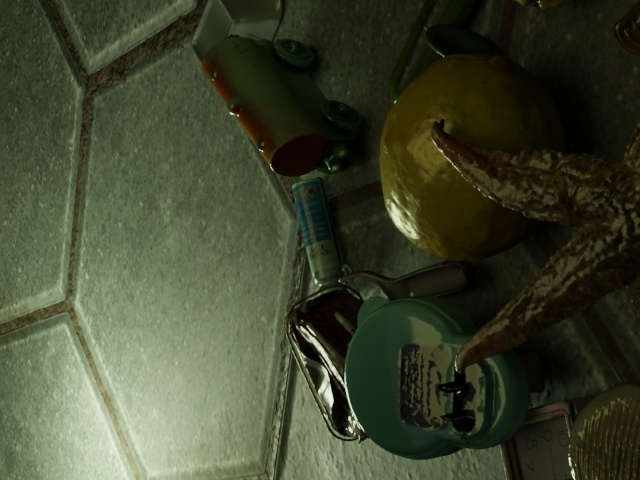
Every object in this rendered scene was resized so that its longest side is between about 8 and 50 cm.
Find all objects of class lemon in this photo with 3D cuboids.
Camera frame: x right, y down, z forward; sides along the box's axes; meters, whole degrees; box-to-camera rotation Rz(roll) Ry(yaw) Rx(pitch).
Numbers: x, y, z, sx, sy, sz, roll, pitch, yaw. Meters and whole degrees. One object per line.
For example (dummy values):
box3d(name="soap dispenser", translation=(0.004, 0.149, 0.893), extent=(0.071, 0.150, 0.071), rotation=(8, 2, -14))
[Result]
box3d(name="lemon", translation=(0.185, -0.099, 1.899), extent=(0.233, 0.233, 0.288), rotation=(45, 137, 44))

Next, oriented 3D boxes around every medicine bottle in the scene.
box3d(name="medicine bottle", translation=(0.000, 0.000, 2.332), extent=(0.051, 0.051, 0.191), rotation=(-30, 68, 52))

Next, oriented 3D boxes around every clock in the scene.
box3d(name="clock", translation=(0.303, 0.296, 1.905), extent=(0.147, 0.071, 0.192), rotation=(-25, 73, 54))

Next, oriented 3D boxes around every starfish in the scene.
box3d(name="starfish", translation=(0.322, -0.023, 1.712), extent=(0.383, 0.132, 0.398), rotation=(-6, 106, 20))

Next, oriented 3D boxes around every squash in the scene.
box3d(name="squash", translation=(0.151, -0.269, 2.077), extent=(0.066, 0.066, 0.229), rotation=(56, 135, 36))

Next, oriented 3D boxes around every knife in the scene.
box3d(name="knife", translation=(0.130, 0.057, 2.137), extent=(0.123, 0.053, 0.278), rotation=(57, 146, -7))

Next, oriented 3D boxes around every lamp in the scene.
box3d(name="lamp", translation=(0.146, 0.179, 1.967), extent=(0.284, 0.147, 0.209), rotation=(11, 103, 59))

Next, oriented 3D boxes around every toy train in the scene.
box3d(name="toy train", translation=(-0.062, -0.200, 2.292), extent=(0.285, 0.177, 0.116), rotation=(56, 136, 35))

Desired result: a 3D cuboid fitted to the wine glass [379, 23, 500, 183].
box3d(name="wine glass", translation=(0.151, -0.164, 2.053), extent=(0.103, 0.103, 0.231), rotation=(53, 137, 38))

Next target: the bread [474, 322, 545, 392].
box3d(name="bread", translation=(0.205, 0.153, 2.052), extent=(0.226, 0.049, 0.088), rotation=(-2, 92, 55))

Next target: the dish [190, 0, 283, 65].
box3d(name="dish", translation=(-0.141, -0.354, 2.490), extent=(0.154, 0.064, 0.234), rotation=(58, 136, 35))

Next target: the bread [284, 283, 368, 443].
box3d(name="bread", translation=(0.045, 0.173, 2.184), extent=(0.212, 0.142, 0.224), rotation=(10, 125, 67))

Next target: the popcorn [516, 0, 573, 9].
box3d(name="popcorn", translation=(0.263, -0.348, 1.847), extent=(0.148, 0.152, 0.167), rotation=(-44, 28, 15))

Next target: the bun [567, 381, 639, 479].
box3d(name="bun", translation=(0.366, 0.256, 1.772), extent=(0.166, 0.113, 0.173), rotation=(37, 100, 42))

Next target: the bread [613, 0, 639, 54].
box3d(name="bread", translation=(0.374, -0.253, 1.781), extent=(0.088, 0.033, 0.049), rotation=(-45, 64, 47))
